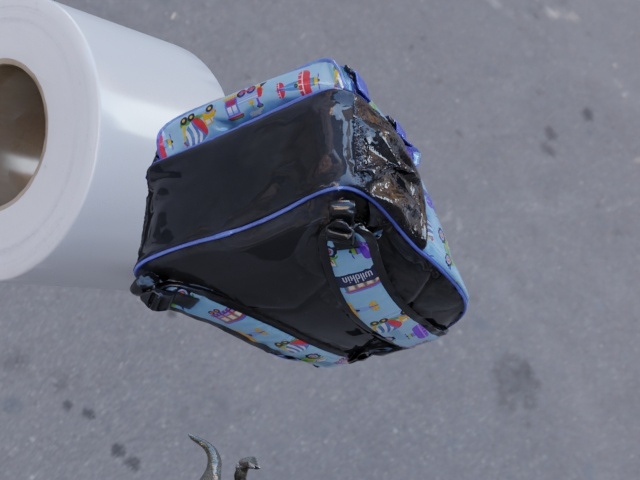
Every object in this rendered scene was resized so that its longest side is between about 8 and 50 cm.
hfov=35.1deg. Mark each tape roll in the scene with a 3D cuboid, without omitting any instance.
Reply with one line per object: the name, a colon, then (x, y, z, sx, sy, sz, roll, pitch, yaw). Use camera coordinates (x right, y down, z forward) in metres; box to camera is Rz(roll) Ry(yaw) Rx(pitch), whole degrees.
tape roll: (-0.222, -0.079, 0.902, 0.169, 0.246, 0.246, 10, 51, -56)

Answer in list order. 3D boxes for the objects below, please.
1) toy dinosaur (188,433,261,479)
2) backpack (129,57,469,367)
toy dinosaur: (-0.111, 0.387, 1.321, 0.313, 0.160, 0.121, 46, 4, 18)
backpack: (0.000, 0.000, 0.585, 0.173, 0.158, 0.116, 39, 40, -46)
